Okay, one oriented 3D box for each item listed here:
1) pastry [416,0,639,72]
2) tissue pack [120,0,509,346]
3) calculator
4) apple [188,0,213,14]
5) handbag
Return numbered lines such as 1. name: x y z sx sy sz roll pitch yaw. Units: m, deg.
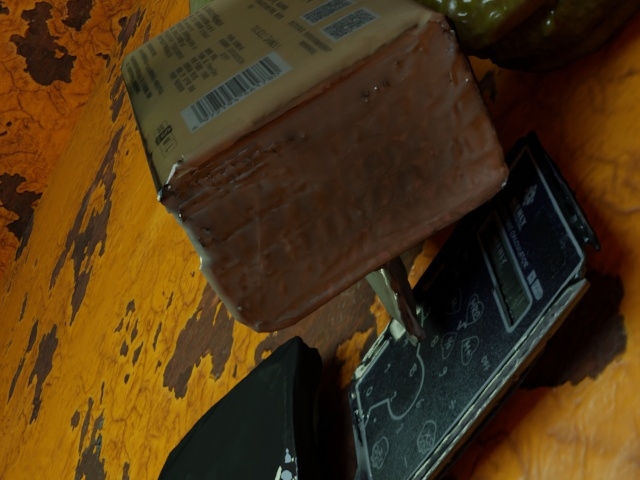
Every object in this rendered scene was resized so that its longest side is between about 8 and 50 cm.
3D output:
1. pastry: 0.167 -0.239 0.665 0.235 0.132 0.240 -13 67 53
2. tissue pack: -0.007 -0.068 0.725 0.238 0.239 0.305 -63 25 15
3. calculator: 0.094 0.068 0.650 0.274 0.028 0.165 -58 19 28
4. apple: -0.046 -0.354 0.982 0.295 0.328 0.365 -34 28 -5
5. handbag: -0.089 0.240 0.876 0.332 0.075 0.191 -49 31 40
